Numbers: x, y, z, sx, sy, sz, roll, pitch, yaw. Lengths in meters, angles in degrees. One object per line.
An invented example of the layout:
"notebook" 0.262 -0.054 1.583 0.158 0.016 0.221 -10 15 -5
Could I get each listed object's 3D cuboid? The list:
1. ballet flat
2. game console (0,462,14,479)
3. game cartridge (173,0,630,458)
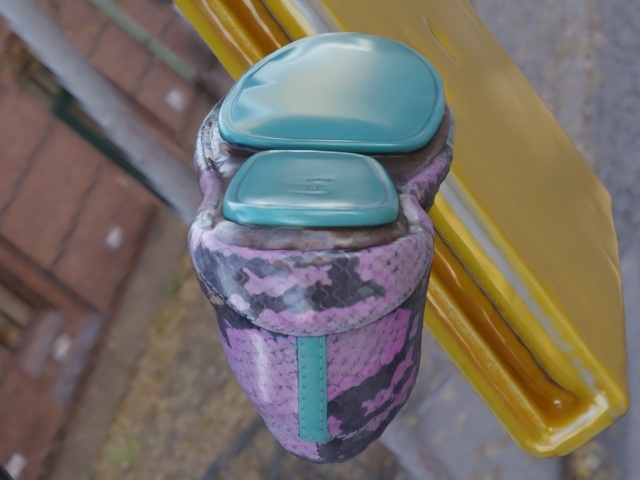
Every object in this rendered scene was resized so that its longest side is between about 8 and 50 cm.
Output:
"ballet flat" 0.000 0.000 0.540 0.221 0.077 0.079 -83 -4 -72
"game console" -0.212 0.098 0.703 0.060 0.386 0.342 -39 -6 10
"game cartridge" 0.036 -0.075 0.863 0.052 0.285 0.324 -36 8 14
